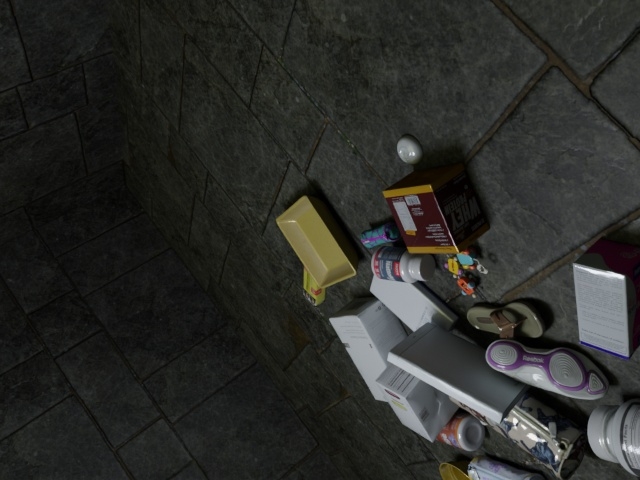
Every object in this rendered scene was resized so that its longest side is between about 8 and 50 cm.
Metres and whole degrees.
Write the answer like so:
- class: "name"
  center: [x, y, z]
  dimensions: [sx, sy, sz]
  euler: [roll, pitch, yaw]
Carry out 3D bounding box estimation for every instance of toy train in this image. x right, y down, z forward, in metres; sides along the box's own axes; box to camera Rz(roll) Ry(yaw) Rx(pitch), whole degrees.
- class: "toy train"
  center: [0.414, 0.080, 1.558]
  dimensions: [0.125, 0.046, 0.166]
  euler: [45, 154, 19]

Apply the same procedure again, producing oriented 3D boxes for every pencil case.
- class: "pencil case"
  center: [0.632, 0.817, 1.910]
  dimensions: [0.124, 0.113, 0.273]
  euler: [42, 157, -21]
- class: "pencil case"
  center: [0.190, -0.015, 1.787]
  dimensions: [0.064, 0.070, 0.152]
  euler: [59, 152, -5]
- class: "pencil case"
  center: [0.563, 0.501, 1.632]
  dimensions: [0.410, 0.160, 0.183]
  euler: [32, 159, 40]

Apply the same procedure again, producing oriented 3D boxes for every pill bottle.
- class: "pill bottle"
  center: [0.256, 0.075, 1.728]
  dimensions: [0.180, 0.108, 0.108]
  euler: [4, 123, 47]
- class: "pill bottle"
  center: [0.763, 0.441, 1.229]
  dimensions: [0.176, 0.176, 0.318]
  euler: [60, 153, -6]
- class: "pill bottle"
  center: [0.471, 0.669, 2.007]
  dimensions: [0.216, 0.121, 0.121]
  euler: [-11, 110, 61]

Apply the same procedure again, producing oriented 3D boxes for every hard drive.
- class: "hard drive"
  center: [0.404, 0.367, 1.622]
  dimensions: [0.353, 0.233, 0.047]
  euler: [25, 121, 33]
- class: "hard drive"
  center: [0.304, 0.208, 1.872]
  dimensions: [0.319, 0.040, 0.210]
  euler: [43, 149, 25]

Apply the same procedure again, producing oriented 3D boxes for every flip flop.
- class: "flip flop"
  center: [0.496, 0.226, 1.536]
  dimensions: [0.277, 0.080, 0.112]
  euler: [-9, 112, 61]

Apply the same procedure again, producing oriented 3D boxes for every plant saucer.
- class: "plant saucer"
  center: [0.000, 0.000, 2.101]
  dimensions: [0.332, 0.081, 0.333]
  euler: [57, 153, -1]

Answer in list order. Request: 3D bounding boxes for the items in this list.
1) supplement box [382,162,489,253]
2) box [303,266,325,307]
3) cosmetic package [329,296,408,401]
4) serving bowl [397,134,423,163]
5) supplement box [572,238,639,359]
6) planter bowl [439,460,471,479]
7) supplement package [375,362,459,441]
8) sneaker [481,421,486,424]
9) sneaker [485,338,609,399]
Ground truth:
- class: "supplement box"
  center: [0.301, -0.080, 1.473]
  dimensions: [0.191, 0.129, 0.194]
  euler: [-2, 118, 58]
- class: "box"
  center: [-0.024, 0.179, 2.353]
  dimensions: [0.087, 0.058, 0.232]
  euler: [42, 149, 27]
- class: "cosmetic package"
  center: [0.224, 0.407, 2.091]
  dimensions: [0.385, 0.156, 0.217]
  euler: [61, 151, -6]
- class: "serving bowl"
  center: [0.236, -0.241, 1.516]
  dimensions: [0.083, 0.027, 0.083]
  euler: [38, 148, 30]
- class: "supplement box"
  center: [0.621, 0.123, 1.190]
  dimensions: [0.114, 0.111, 0.220]
  euler: [17, 134, 51]
- class: "planter bowl"
  center: [0.567, 0.911, 2.143]
  dimensions: [0.217, 0.090, 0.217]
  euler: [39, 148, 30]
- class: "supplement package"
  center: [0.342, 0.506, 1.900]
  dimensions: [0.145, 0.204, 0.262]
  euler: [18, 146, 51]
- class: "sneaker"
  center: [0.569, 0.534, 1.794]
  dimensions: [0.051, 0.070, 0.134]
  euler: [51, 124, 29]
- class: "sneaker"
  center: [0.604, 0.339, 1.487]
  dimensions: [0.305, 0.114, 0.152]
  euler: [14, 165, 40]
